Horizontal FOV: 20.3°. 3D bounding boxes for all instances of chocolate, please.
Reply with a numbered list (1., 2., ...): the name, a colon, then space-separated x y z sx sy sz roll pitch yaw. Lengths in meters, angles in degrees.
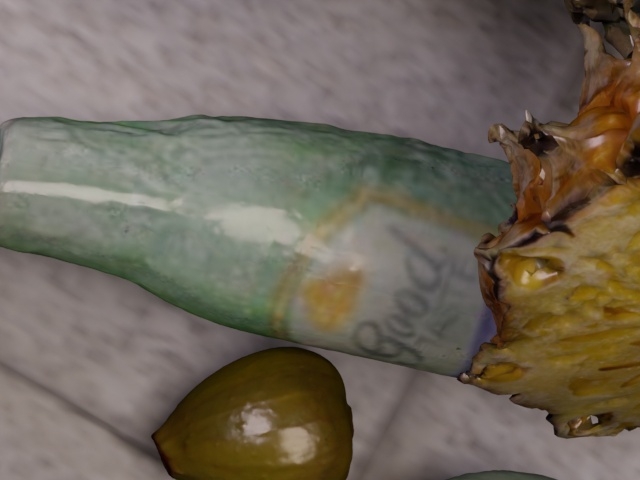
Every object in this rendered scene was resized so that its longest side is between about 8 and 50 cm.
1. chocolate: 0.000 0.000 0.773 0.291 0.110 0.110 11 86 -18

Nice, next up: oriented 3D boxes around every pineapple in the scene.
1. pineapple: 0.158 -0.093 0.707 0.262 0.262 0.271 7 56 -21

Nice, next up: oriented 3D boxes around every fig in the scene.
1. fig: -0.029 0.085 0.775 0.088 0.074 0.074 -10 94 -6

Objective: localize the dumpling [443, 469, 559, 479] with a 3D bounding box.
1. dumpling: 0.086 0.179 0.787 0.219 0.108 0.152 8 49 -9
